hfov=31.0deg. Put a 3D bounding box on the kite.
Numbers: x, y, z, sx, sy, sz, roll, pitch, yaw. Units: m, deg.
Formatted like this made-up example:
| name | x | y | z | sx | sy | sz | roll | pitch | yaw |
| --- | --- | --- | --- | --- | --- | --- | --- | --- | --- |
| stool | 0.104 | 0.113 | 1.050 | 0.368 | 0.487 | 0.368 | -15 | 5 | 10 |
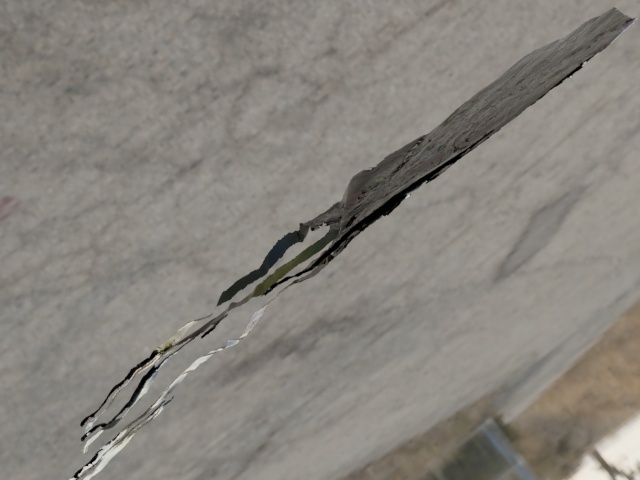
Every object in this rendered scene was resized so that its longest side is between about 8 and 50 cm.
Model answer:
| name | x | y | z | sx | sy | sz | roll | pitch | yaw |
| --- | --- | --- | --- | --- | --- | --- | --- | --- | --- |
| kite | 0.000 | 0.000 | 0.456 | 0.285 | 0.015 | 0.152 | -41 | -175 | 0 |
